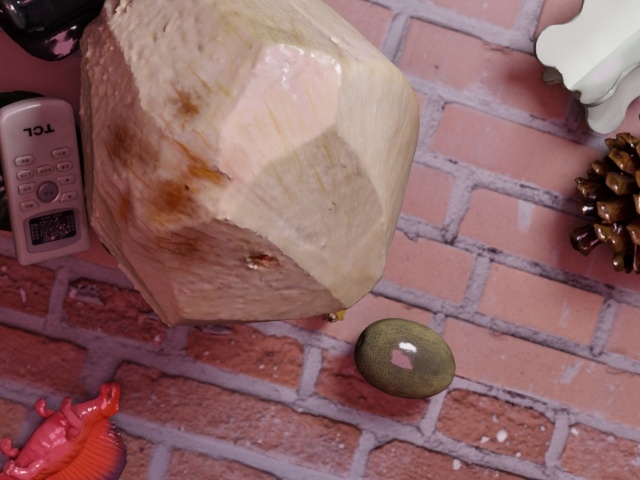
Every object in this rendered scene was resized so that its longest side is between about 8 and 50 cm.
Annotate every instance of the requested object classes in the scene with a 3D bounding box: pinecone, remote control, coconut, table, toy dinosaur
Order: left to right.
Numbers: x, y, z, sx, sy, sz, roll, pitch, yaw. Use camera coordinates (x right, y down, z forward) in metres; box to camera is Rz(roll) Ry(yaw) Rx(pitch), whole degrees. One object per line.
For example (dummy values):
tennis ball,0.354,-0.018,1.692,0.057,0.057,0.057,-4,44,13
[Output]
remote control,-0.312,-0.067,1.393,0.087,0.029,0.190,-14,117,-26
toy dinosaur,-0.335,0.292,1.541,0.286,0.070,0.139,-47,120,3
coconut,-0.077,-0.091,1.325,0.344,0.415,0.415,-33,98,-17
table,0.365,-0.238,1.472,0.198,0.166,0.166,-41,98,4
pinecone,0.399,-0.051,1.496,0.212,0.168,0.185,-36,114,2

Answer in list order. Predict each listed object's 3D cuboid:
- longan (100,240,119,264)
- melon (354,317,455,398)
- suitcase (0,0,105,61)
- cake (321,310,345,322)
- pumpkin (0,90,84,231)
longan,-0.231,-0.001,1.495,0.075,0.083,0.075,10,137,10
melon,0.105,0.146,1.532,0.130,0.098,0.098,16,95,-13
suitcase,-0.270,-0.415,1.374,0.345,0.188,0.339,-31,81,-1
cake,0.001,0.001,1.518,0.116,0.080,0.185,21,98,-9
pumpkin,-0.358,-0.094,1.451,0.167,0.125,0.167,-10,118,-19
